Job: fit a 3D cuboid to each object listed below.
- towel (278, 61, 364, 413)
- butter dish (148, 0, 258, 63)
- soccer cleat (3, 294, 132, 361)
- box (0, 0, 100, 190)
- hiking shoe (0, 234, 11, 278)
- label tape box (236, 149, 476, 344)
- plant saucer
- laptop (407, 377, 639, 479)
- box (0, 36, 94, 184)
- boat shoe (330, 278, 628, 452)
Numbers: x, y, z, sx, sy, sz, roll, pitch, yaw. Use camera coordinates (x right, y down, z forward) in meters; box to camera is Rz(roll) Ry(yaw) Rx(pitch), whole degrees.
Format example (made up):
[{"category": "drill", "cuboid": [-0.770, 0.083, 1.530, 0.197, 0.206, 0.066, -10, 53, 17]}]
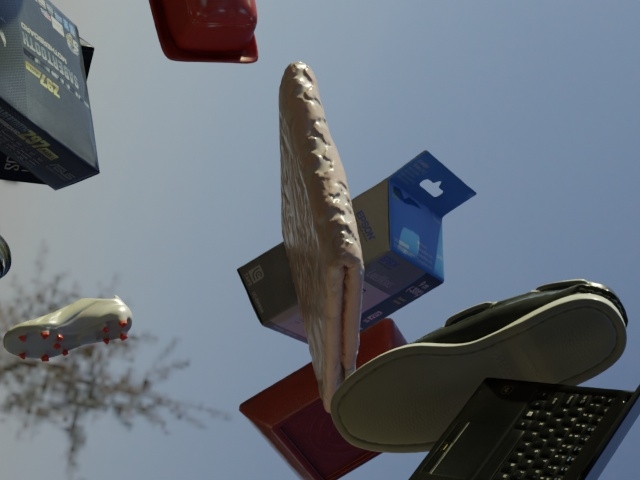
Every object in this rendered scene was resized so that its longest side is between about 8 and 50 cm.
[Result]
[{"category": "towel", "cuboid": [0.000, 0.000, 1.820, 0.317, 0.053, 0.332, 90, -12, -49]}, {"category": "butter dish", "cuboid": [-0.151, -0.343, 2.080, 0.118, 0.160, 0.160, -41, -122, 50]}, {"category": "soccer cleat", "cuboid": [-0.376, 0.127, 2.171, 0.076, 0.196, 0.068, -124, -147, -43]}, {"category": "box", "cuboid": [-0.300, -0.175, 1.398, 0.059, 0.233, 0.183, -20, -118, 16]}, {"category": "hiking shoe", "cuboid": [-0.455, 0.036, 1.592, 0.114, 0.227, 0.086, -105, -175, -73]}, {"category": "label tape box", "cuboid": [0.078, 0.026, 2.185, 0.334, 0.240, 0.106, -32, -114, 14]}, {"category": "plant saucer", "cuboid": [0.044, 0.258, 2.180, 0.258, 0.259, 0.047, -31, -133, 2]}, {"category": "laptop", "cuboid": [0.167, 0.149, 1.185, 0.264, 0.136, 0.234, 2, -144, 42]}, {"category": "box", "cuboid": [-0.369, -0.167, 1.750, 0.077, 0.147, 0.180, 36, -66, 51]}, {"category": "boat shoe", "cuboid": [0.156, 0.123, 1.440, 0.091, 0.303, 0.114, -56, 127, -71]}]
